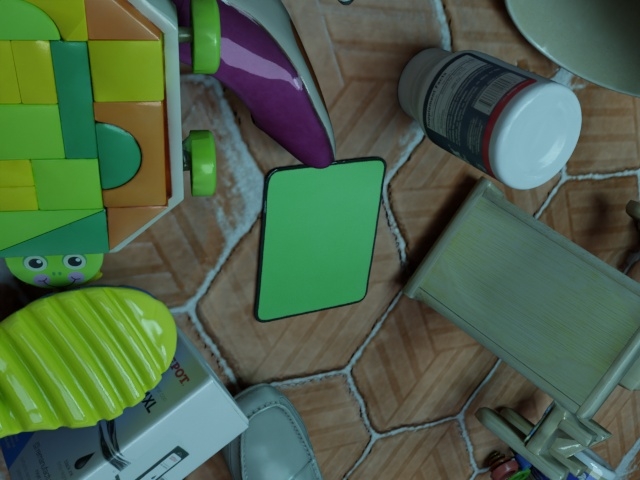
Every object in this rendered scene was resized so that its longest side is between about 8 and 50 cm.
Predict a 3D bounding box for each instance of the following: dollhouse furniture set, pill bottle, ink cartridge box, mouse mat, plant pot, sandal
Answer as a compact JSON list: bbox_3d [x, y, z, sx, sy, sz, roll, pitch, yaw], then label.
[{"bbox_3d":[0.317,0.097,1.089,0.362,0.256,0.394,-56,152,7],"label":"dollhouse furniture set"},{"bbox_3d":[0.384,0.420,1.340,0.112,0.112,0.186,28,99,-40],"label":"pill bottle"},{"bbox_3d":[-0.194,0.179,0.797,0.203,0.148,0.086,-38,128,-11],"label":"ink cartridge box"},{"bbox_3d":[0.000,0.000,0.916,0.153,0.007,0.189,-9,119,-29],"label":"mouse mat"},{"bbox_3d":[0.360,-0.328,0.835,0.256,0.256,0.274,37,76,-41],"label":"plant pot"},{"bbox_3d":[0.162,-0.133,0.831,0.108,0.180,0.108,-16,124,-25],"label":"pill bottle"},{"bbox_3d":[-0.281,0.127,0.723,0.317,0.138,0.126,-22,99,-21],"label":"sandal"}]

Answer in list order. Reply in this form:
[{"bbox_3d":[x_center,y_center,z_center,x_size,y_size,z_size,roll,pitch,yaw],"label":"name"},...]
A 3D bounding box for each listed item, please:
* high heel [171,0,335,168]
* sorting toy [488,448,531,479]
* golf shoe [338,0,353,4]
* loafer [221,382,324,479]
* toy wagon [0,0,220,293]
[{"bbox_3d":[-0.122,-0.169,0.697,0.181,0.127,0.377,-25,132,10],"label":"high heel"},{"bbox_3d":[0.298,0.356,1.300,0.061,0.042,0.102,-38,144,10],"label":"sorting toy"},{"bbox_3d":[0.082,-0.289,0.775,0.186,0.067,0.086,-30,157,-18],"label":"golf shoe"},{"bbox_3d":[-0.039,0.305,0.994,0.112,0.111,0.319,-29,128,-17],"label":"loafer"},{"bbox_3d":[-0.214,-0.069,0.635,0.267,0.068,0.344,-2,132,-11],"label":"toy wagon"}]
